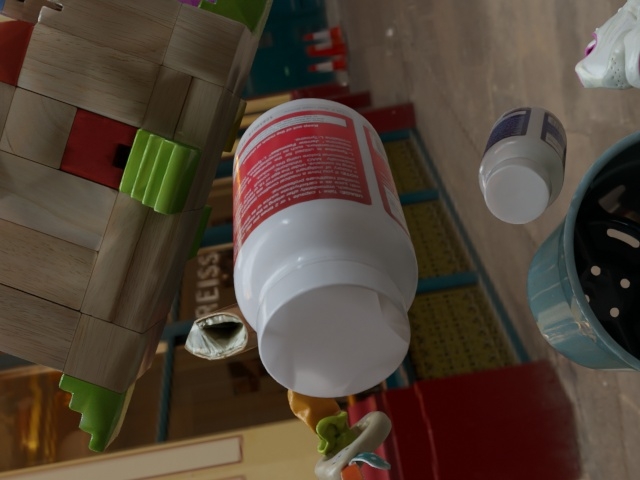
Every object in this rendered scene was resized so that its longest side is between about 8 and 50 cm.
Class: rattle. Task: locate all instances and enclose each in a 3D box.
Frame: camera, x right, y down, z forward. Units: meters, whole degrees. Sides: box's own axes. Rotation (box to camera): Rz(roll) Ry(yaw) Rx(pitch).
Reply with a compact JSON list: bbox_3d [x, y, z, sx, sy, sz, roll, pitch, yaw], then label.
[{"bbox_3d":[0.019,0.248,1.159,0.199,0.130,0.143,-24,-90,-80],"label":"rattle"}]

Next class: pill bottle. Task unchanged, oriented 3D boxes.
[{"bbox_3d":[0.000,0.000,1.152,0.408,0.229,0.229,-98,-1,-55],"label":"pill bottle"},{"bbox_3d":[0.164,-0.060,0.717,0.120,0.067,0.067,-58,-36,-58],"label":"pill bottle"}]

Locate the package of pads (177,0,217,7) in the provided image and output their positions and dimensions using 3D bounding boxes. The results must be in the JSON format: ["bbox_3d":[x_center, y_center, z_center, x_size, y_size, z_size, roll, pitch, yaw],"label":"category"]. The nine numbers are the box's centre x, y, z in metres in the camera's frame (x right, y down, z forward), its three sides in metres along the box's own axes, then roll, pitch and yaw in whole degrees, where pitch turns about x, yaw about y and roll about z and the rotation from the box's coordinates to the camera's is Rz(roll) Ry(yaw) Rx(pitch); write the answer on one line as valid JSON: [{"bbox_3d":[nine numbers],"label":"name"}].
[{"bbox_3d":[-0.150,-0.369,0.950,0.229,0.101,0.296,-60,-11,-18],"label":"package of pads"}]

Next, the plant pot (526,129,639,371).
[{"bbox_3d":[0.460,0.050,1.256,0.334,0.341,0.341,106,154,-77],"label":"plant pot"}]

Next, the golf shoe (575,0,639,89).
[{"bbox_3d":[0.502,-0.347,1.421,0.115,0.140,0.306,58,-133,-27],"label":"golf shoe"}]

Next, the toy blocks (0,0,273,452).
[{"bbox_3d":[-0.220,-0.066,0.690,0.191,0.260,0.381,-64,-7,-85],"label":"toy blocks"}]

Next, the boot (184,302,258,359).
[{"bbox_3d":[-0.111,0.123,1.376,0.269,0.236,0.089,-17,-95,-52],"label":"boot"}]
